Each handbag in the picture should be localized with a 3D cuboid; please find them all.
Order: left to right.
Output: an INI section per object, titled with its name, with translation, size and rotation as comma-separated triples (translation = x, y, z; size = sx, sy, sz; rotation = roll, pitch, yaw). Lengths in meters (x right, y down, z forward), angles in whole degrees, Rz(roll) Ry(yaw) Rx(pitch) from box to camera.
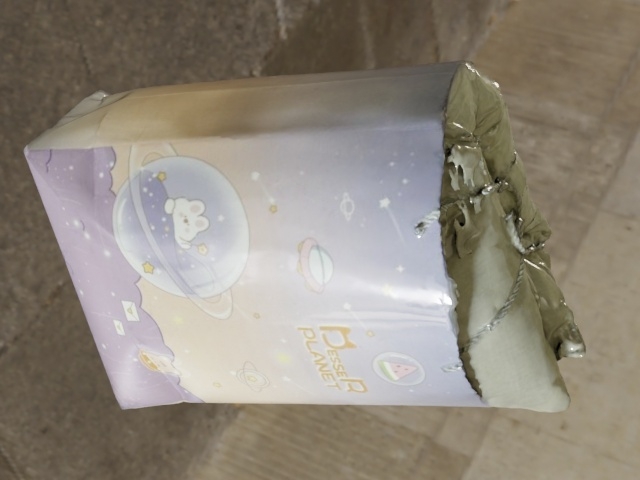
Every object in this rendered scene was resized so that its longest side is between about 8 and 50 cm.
[handbag]
translation = 0.000, 0.000, 0.374
size = 0.095, 0.173, 0.117
rotation = -58, 141, -53
